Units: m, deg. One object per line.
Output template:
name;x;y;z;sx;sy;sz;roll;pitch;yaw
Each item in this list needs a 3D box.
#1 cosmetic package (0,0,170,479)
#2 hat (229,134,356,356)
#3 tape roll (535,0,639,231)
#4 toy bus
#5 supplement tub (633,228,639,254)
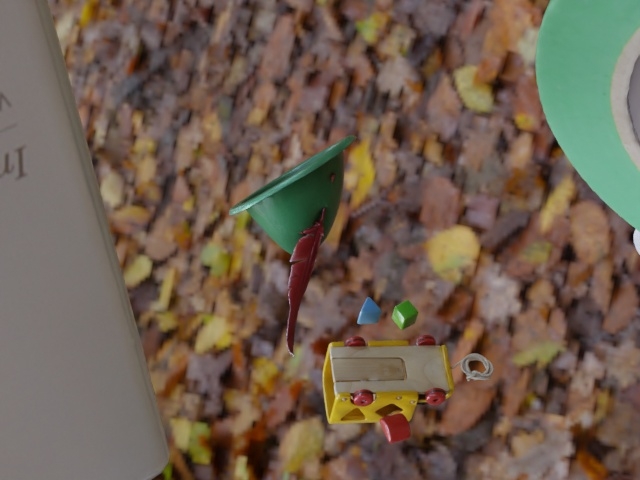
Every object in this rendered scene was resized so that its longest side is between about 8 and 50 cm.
cosmetic package;-0.315;-0.040;0.546;0.329;0.327;0.394;24;134;46
hat;0.000;0.000;1.585;0.184;0.208;0.173;58;177;-6
tape roll;0.266;-0.069;0.618;0.077;0.321;0.321;-62;14;-24
toy bus;0.099;0.197;1.760;0.191;0.202;0.104;-41;-22;-33
supplement tub;0.475;-0.103;1.285;0.331;0.241;0.241;-60;17;-15
